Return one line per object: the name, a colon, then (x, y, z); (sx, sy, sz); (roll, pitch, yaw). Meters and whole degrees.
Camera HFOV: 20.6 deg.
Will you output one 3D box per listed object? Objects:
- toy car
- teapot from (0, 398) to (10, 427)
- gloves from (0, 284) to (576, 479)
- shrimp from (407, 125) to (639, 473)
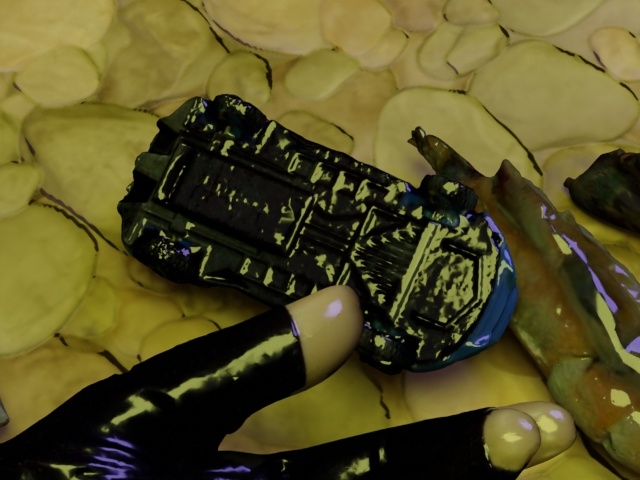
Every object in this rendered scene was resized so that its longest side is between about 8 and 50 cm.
toy car: (0.000, 0.000, 0.910); (0.216, 0.063, 0.103); (23, 82, 17)
teapot: (-0.202, 0.090, 0.876); (0.083, 0.057, 0.067); (-28, 61, -6)
gloves: (-0.033, 0.127, 0.792); (0.301, 0.152, 0.197); (-21, 67, 17)
shrimp: (0.157, 0.012, 0.912); (0.145, 0.059, 0.254); (-26, 65, -16)
